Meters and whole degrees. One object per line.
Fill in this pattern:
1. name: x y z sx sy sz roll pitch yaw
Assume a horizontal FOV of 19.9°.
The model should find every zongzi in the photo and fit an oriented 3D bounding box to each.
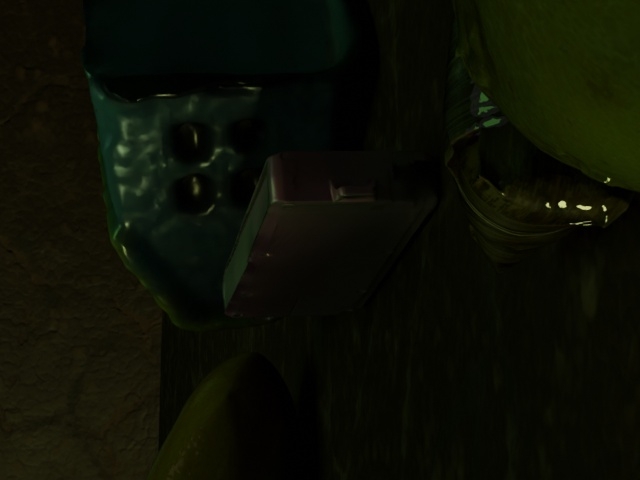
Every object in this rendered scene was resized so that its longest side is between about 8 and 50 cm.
1. zongzi: 0.098 -0.087 0.833 0.184 0.084 0.187 92 -175 -80

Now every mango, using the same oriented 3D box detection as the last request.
1. mango: -0.086 0.225 1.599 0.187 0.138 0.257 28 -102 -58

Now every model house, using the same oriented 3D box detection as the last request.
1. model house: -0.086 -0.086 1.484 0.237 0.215 0.303 -101 12 -47

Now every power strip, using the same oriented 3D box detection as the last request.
1. power strip: 0.000 0.000 1.250 0.279 0.109 0.037 118 148 -69

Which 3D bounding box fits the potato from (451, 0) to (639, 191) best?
1. potato: 0.108 -0.105 0.556 0.253 0.148 0.186 131 141 -75
